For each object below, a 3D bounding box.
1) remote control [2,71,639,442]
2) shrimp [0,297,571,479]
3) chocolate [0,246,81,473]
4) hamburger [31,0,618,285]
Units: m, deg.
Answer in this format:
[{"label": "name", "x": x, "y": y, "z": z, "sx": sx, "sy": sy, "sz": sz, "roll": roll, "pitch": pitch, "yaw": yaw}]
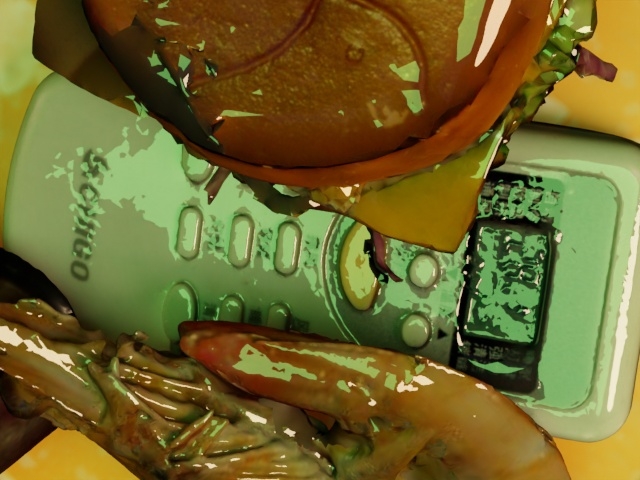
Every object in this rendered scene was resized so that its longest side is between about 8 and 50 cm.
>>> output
[{"label": "remote control", "x": 0.000, "y": 0.000, "z": 0.819, "sx": 0.296, "sy": 0.056, "sz": 0.140, "roll": 9, "pitch": 96, "yaw": 11}, {"label": "shrimp", "x": -0.014, "y": 0.080, "z": 0.770, "sx": 0.287, "sy": 0.063, "sz": 0.152, "roll": 30, "pitch": 132, "yaw": -21}, {"label": "chocolate", "x": -0.183, "y": 0.062, "z": 0.833, "sx": 0.149, "sy": 0.080, "sz": 0.125, "roll": 22, "pitch": 133, "yaw": 29}, {"label": "hamburger", "x": 0.009, "y": -0.122, "z": 0.727, "sx": 0.243, "sy": 0.139, "sz": 0.261, "roll": 30, "pitch": 108, "yaw": 13}]
